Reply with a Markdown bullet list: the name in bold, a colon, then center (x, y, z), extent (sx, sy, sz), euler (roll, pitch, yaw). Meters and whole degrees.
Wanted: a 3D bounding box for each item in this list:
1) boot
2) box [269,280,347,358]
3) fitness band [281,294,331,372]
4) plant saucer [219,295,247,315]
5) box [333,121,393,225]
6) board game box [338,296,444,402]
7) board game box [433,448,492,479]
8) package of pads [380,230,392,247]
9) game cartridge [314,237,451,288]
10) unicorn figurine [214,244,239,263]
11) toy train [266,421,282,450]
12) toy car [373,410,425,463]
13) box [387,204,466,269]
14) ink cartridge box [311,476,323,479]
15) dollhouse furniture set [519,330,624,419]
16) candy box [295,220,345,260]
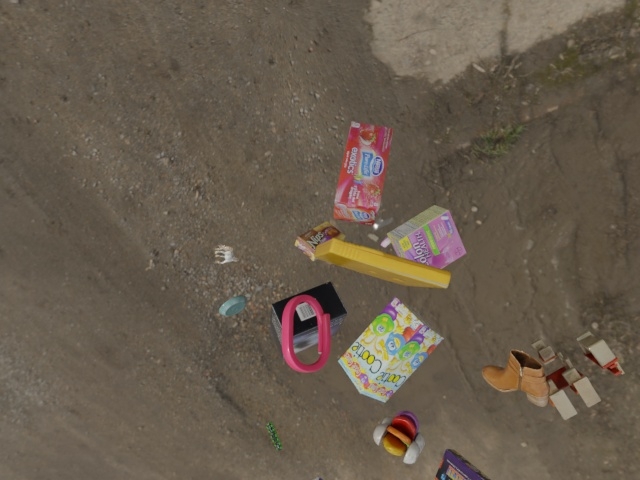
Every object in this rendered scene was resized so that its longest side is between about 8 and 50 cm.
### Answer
- **boot**: center (0.533, 0.358, 1.130), extent (0.073, 0.197, 0.152), euler (-40, 122, -27)
- **box**: center (-0.062, 0.369, 1.863), extent (0.296, 0.182, 0.294), euler (-19, 154, -19)
- **fitness band**: center (-0.055, 0.353, 1.563), extent (0.209, 0.290, 0.054), euler (13, 157, -37)
- **plant saucer**: center (-0.339, 0.262, 1.602), extent (0.119, 0.021, 0.119), euler (-28, 151, -17)
- **box**: center (0.119, -0.187, 1.147), extent (0.123, 0.256, 0.128), euler (11, 161, 4)
- **board game box**: center (0.215, 0.338, 1.263), extent (0.275, 0.144, 0.142), euler (-50, 130, 5)
- **board game box**: center (0.461, 0.797, 1.333), extent (0.048, 0.170, 0.141), euler (21, 89, -31)
- **package of pads**: center (0.321, -0.004, 1.929), extent (0.032, 0.050, 0.083), euler (36, 149, 0)
- **game cartridge**: center (0.155, 0.066, 1.150), extent (0.324, 0.285, 0.052), euler (19, 82, -8)
- **unicorn figurine**: center (-0.426, 0.070, 1.872), extent (0.111, 0.060, 0.162), euler (-1, 160, -13)
- **toy train**: center (-0.128, 0.545, 1.138), extent (0.017, 0.024, 0.083), euler (-23, 93, 1)
- **toy car**: center (0.283, 0.658, 1.407), extent (0.159, 0.182, 0.136), euler (23, 96, 27)
- **box**: center (0.435, 0.012, 1.671), extent (0.243, 0.117, 0.213), euler (-30, 111, -4)
- **ink cartridge box**: center (-0.138, 0.905, 1.216), extent (0.071, 0.324, 0.330), euler (43, 124, 2)
- **dollhouse furniture set**: center (0.777, 0.412, 1.269), extent (0.259, 0.262, 0.135), euler (-34, 97, 7)
- **candy box**: center (0.000, 0.000, 1.644), extent (0.109, 0.187, 0.053), euler (40, 132, 21)
